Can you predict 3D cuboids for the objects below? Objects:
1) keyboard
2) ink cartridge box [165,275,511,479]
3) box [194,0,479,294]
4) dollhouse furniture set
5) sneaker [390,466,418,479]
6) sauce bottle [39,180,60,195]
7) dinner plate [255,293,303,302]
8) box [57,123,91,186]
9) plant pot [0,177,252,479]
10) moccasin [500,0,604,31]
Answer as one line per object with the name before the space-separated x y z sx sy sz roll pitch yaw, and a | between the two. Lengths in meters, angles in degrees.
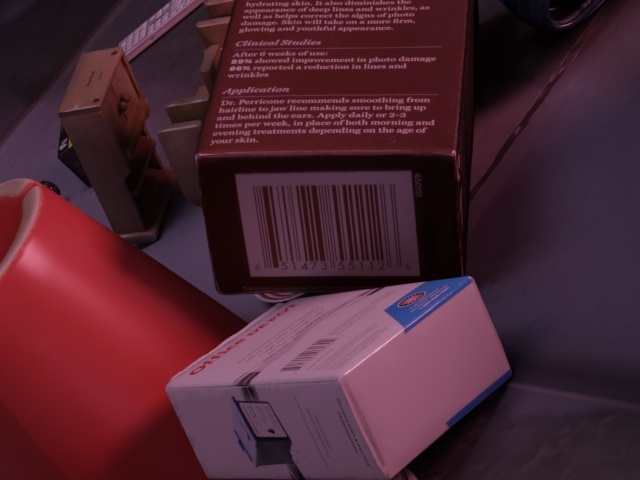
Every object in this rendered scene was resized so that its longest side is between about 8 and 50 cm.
keyboard | -0.144 -0.299 2.133 0.256 0.014 0.072 -37 27 14
ink cartridge box | 0.010 0.095 1.217 0.139 0.082 0.191 -34 15 -37
box | 0.025 -0.124 1.418 0.191 0.143 0.381 0 40 8
dollhouse furniture set | -0.098 -0.104 1.697 0.242 0.161 0.212 -8 39 17
sneaker | 0.043 0.172 1.153 0.032 0.037 0.083 -32 30 19
sauce bottle | -0.316 -0.010 1.924 0.042 0.042 0.128 -18 34 42
dinner plate | 0.000 0.000 1.489 0.141 0.017 0.141 -34 27 20
box | -0.246 -0.109 1.957 0.062 0.052 0.083 -37 26 15
plant pot | -0.201 0.101 1.370 0.275 0.243 0.275 -33 28 20
moccasin | 0.285 -0.291 1.421 0.342 0.138 0.117 -52 28 16
